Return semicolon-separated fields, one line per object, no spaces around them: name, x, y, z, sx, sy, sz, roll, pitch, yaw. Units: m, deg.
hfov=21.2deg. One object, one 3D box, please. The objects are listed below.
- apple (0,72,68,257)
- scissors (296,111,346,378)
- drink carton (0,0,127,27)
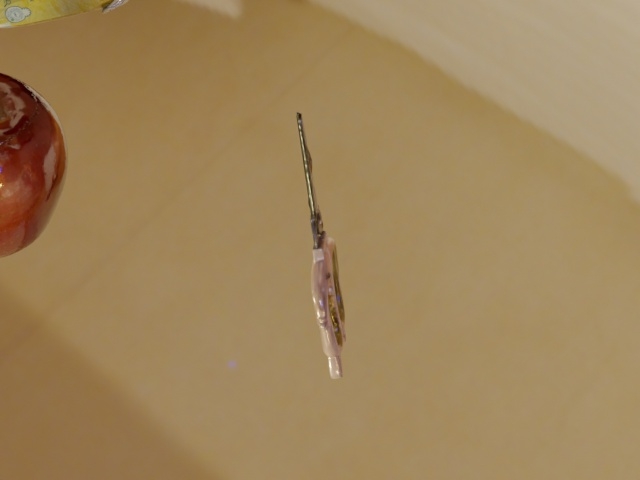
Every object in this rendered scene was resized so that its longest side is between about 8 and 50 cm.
apple;-0.333;-0.071;1.685;0.181;0.181;0.168;34;145;35
scissors;0.000;0.000;1.970;0.160;0.024;0.317;-80;-17;-63
drink carton;-0.253;-0.273;1.788;0.074;0.200;0.084;-24;-78;-82
